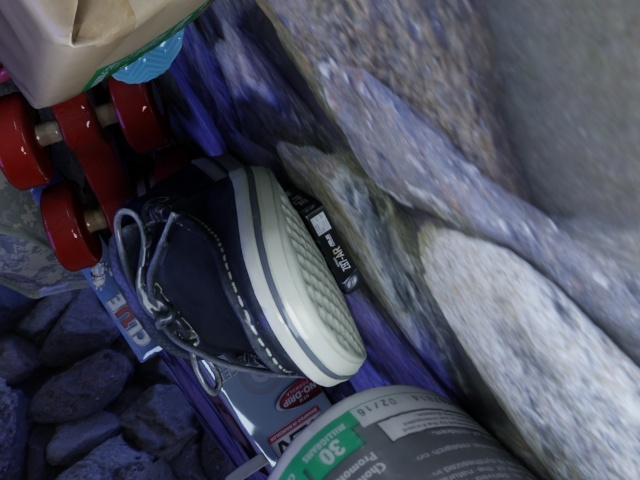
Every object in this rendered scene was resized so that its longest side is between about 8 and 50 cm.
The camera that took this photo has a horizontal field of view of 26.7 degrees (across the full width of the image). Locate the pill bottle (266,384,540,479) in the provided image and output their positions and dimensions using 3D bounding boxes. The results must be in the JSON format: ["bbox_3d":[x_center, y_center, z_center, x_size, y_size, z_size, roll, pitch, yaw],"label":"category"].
[{"bbox_3d":[0.118,0.270,0.940,0.361,0.204,0.204,40,160,52],"label":"pill bottle"}]

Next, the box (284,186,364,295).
[{"bbox_3d":[0.000,0.000,1.136,0.083,0.018,0.067,62,167,-26],"label":"box"}]

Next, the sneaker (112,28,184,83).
[{"bbox_3d":[-0.175,-0.235,1.080,0.092,0.087,0.228,-130,18,-60],"label":"sneaker"}]

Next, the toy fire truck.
[{"bbox_3d":[-0.235,-0.126,1.475,0.254,0.169,0.302,-101,-9,-48],"label":"toy fire truck"}]

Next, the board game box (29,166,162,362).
[{"bbox_3d":[-0.262,0.030,1.618,0.243,0.042,0.165,57,174,-1],"label":"board game box"}]

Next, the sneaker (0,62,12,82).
[{"bbox_3d":[-0.365,-0.274,1.577,0.116,0.136,0.314,51,167,19],"label":"sneaker"}]

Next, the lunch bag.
[{"bbox_3d":[-0.400,-0.074,1.779,0.287,0.169,0.235,36,-133,-60],"label":"lunch bag"}]

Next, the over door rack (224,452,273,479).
[{"bbox_3d":[0.072,0.368,1.548,0.324,0.108,0.239,39,-179,-38],"label":"over door rack"}]

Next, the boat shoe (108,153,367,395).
[{"bbox_3d":[-0.085,0.032,1.134,0.187,0.156,0.500,63,172,-15],"label":"boat shoe"}]

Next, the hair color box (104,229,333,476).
[{"bbox_3d":[-0.125,0.116,1.713,0.374,0.113,0.185,56,168,-3],"label":"hair color box"}]

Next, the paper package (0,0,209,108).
[{"bbox_3d":[-0.182,-0.256,0.826,0.309,0.168,0.325,58,167,-7],"label":"paper package"}]
